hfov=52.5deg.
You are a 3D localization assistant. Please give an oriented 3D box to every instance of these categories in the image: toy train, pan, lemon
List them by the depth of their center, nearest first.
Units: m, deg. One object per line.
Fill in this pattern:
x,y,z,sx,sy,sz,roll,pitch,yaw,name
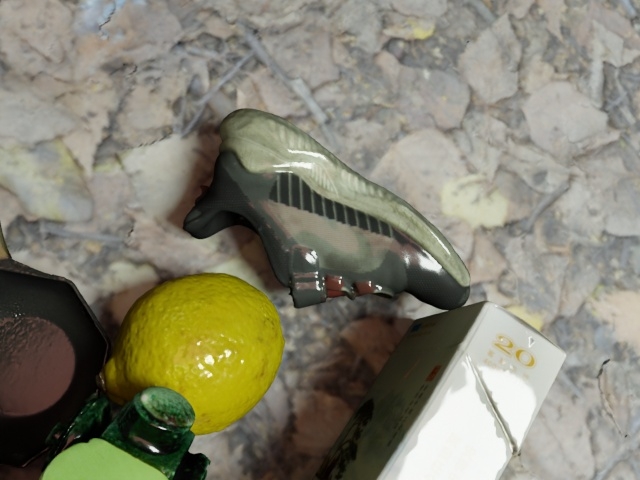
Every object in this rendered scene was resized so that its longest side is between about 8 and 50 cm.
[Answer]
-0.149,0.203,0.353,0.105,0.157,0.253,31,103,-3,toy train
-0.085,0.078,0.445,0.133,0.109,0.109,-13,80,-23,lemon
-0.206,0.051,0.461,0.128,0.048,0.202,13,78,-7,pan

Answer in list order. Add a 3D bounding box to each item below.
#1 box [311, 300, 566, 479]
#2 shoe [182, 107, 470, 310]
0.049,0.155,0.429,0.067,0.149,0.233,36,75,-3,box
0.000,0.000,0.488,0.227,0.099,0.112,37,82,4,shoe
